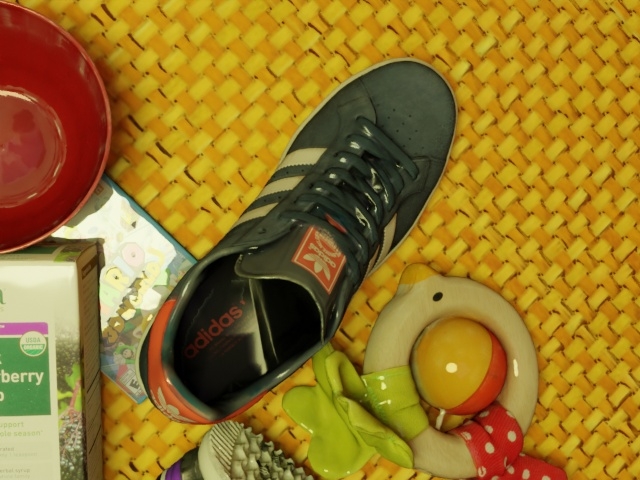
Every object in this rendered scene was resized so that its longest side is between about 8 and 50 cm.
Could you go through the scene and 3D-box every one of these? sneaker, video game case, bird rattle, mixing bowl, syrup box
[{"bbox_3d":[-0.032,0.281,0.701,0.146,0.102,0.293,-40,105,13],"label":"sneaker"},{"bbox_3d":[-0.167,0.035,0.701,0.166,0.015,0.119,44,87,-8],"label":"video game case"},{"bbox_3d":[0.000,0.000,0.648,0.131,0.148,0.350,38,82,-9],"label":"sneaker"},{"bbox_3d":[0.111,0.133,0.697,0.254,0.143,0.206,26,73,-12],"label":"bird rattle"},{"bbox_3d":[-0.244,-0.076,0.636,0.182,0.098,0.181,1,86,-9],"label":"mixing bowl"},{"bbox_3d":[-0.218,0.121,0.648,0.093,0.096,0.236,0,99,-5],"label":"syrup box"}]
